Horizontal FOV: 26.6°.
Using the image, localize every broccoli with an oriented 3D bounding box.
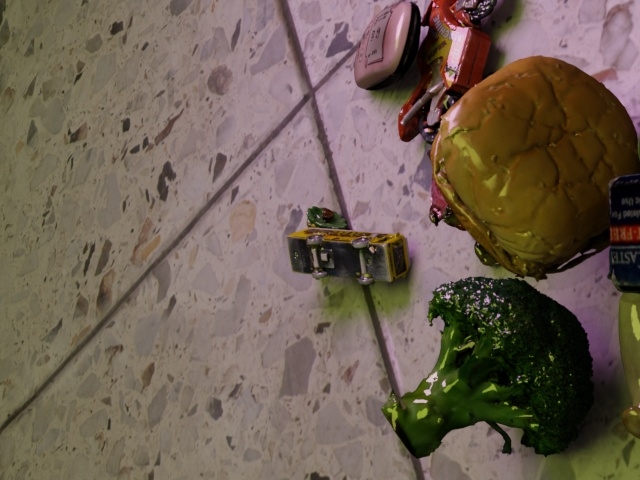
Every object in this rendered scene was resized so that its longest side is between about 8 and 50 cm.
[{"bbox_3d":[0.232,0.189,1.865,0.297,0.297,0.297,-33,44,0],"label":"broccoli"}]

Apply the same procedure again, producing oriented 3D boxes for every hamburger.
[{"bbox_3d":[0.308,-0.105,1.862,0.158,0.318,0.319,129,143,-61],"label":"hamburger"}]

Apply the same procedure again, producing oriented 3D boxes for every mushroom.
[{"bbox_3d":[0.436,0.155,1.769,0.088,0.097,0.213,-5,72,40],"label":"mushroom"}]

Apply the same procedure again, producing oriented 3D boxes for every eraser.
[{"bbox_3d":[0.462,-0.010,1.588,0.332,0.101,0.155,176,92,-67],"label":"eraser"}]

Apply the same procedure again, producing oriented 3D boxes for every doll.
[{"bbox_3d":[0.011,-0.002,2.422,0.078,0.076,0.113,-95,6,-62],"label":"doll"}]

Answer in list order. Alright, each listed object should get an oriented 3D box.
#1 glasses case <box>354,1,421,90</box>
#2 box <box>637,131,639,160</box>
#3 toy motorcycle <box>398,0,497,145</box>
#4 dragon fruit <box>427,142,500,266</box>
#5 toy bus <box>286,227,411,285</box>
[{"bbox_3d":[0.113,-0.328,2.306,0.314,0.075,0.122,179,103,-81],"label":"glasses case"},{"bbox_3d":[0.562,-0.127,1.614,0.396,0.111,0.397,-114,32,-41],"label":"box"},{"bbox_3d":[0.216,-0.299,2.233,0.171,0.089,0.298,19,92,54],"label":"toy motorcycle"},{"bbox_3d":[0.254,-0.111,2.066,0.211,0.147,0.282,10,83,53],"label":"dragon fruit"},{"bbox_3d":[0.043,0.026,2.295,0.226,0.074,0.081,2,107,41],"label":"toy bus"}]
